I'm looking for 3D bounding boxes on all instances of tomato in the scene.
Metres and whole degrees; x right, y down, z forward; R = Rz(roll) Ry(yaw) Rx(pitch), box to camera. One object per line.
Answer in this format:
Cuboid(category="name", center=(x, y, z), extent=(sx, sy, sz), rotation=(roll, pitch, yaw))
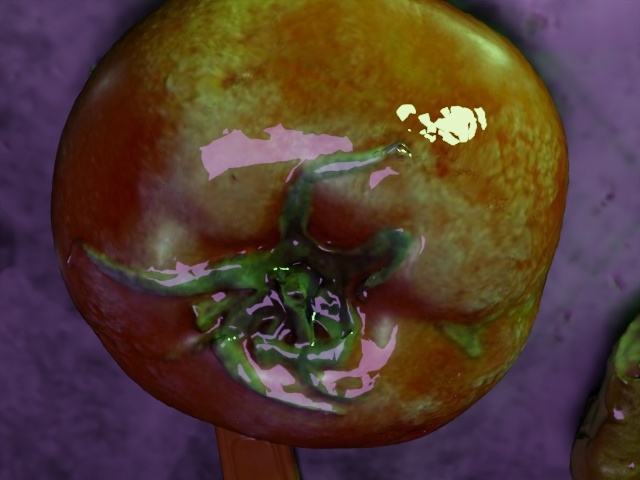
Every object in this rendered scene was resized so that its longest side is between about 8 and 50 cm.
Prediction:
Cuboid(category="tomato", center=(0.000, 0.000, 0.798), extent=(0.237, 0.095, 0.236), rotation=(-2, 119, -3))

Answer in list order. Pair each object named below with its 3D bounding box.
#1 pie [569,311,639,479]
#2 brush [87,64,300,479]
Cuboid(category="pie", center=(0.209, 0.094, 0.875), extent=(0.195, 0.046, 0.195), rotation=(3, 118, 5))
Cuboid(category="brush", center=(-0.040, 0.054, 0.894), extent=(0.090, 0.017, 0.314), rotation=(-4, 118, 10))
